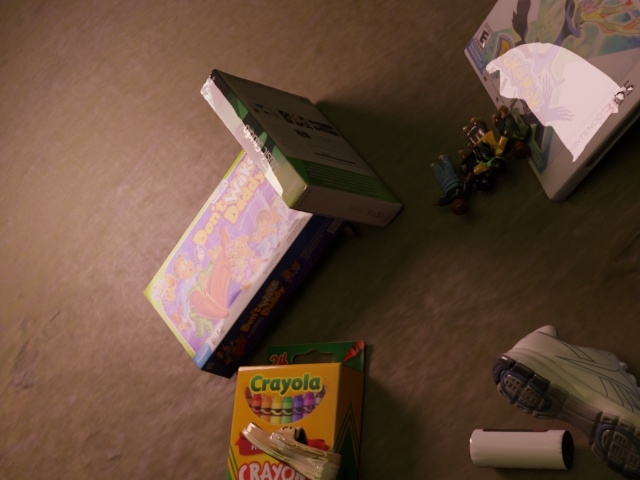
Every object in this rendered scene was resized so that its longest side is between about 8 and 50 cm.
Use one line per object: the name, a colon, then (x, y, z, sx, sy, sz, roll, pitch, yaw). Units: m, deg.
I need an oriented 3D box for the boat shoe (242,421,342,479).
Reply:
boat shoe: (-0.039, 0.306, 1.459, 0.170, 0.063, 0.059, 24, 83, 27)

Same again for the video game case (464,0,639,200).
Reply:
video game case: (0.361, -0.277, 1.447, 0.300, 0.036, 0.329, -56, 44, 42)

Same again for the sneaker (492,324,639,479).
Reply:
sneaker: (0.378, 0.208, 1.289, 0.297, 0.111, 0.129, 35, 54, 22)

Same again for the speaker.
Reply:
speaker: (0.280, 0.290, 1.357, 0.136, 0.055, 0.055, -6, 69, 32)

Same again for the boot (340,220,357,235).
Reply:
boot: (0.000, 0.000, 1.666, 0.114, 0.037, 0.106, -49, 41, 5)

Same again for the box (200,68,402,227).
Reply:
box: (-0.035, -0.153, 1.626, 0.058, 0.232, 0.322, -56, 50, 22)

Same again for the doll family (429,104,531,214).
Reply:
doll family: (0.246, -0.118, 1.519, 0.193, 0.076, 0.111, -53, 45, 38)

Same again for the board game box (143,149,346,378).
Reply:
board game box: (-0.138, 0.029, 1.694, 0.347, 0.078, 0.233, -54, 48, 9)

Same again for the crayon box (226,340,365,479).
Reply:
crayon box: (-0.041, 0.309, 1.546, 0.202, 0.081, 0.318, -8, 67, 31)
